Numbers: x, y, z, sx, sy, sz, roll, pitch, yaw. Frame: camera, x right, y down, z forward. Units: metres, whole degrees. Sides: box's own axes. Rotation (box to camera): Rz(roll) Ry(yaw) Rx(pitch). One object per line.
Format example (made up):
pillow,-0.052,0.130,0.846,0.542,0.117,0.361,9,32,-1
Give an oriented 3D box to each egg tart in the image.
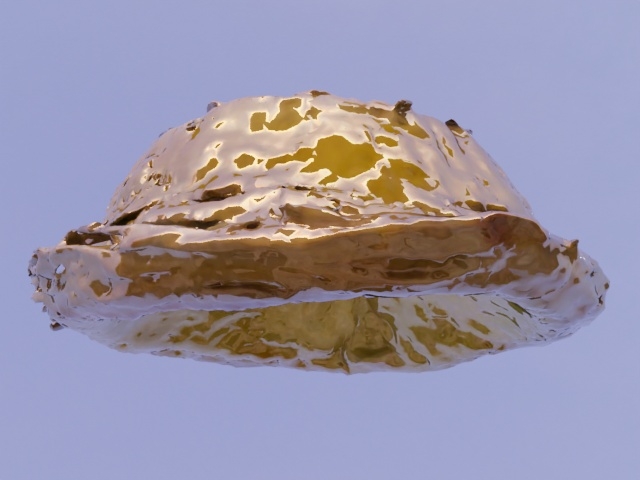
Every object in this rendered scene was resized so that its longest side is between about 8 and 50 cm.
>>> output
egg tart,0.000,0.000,0.665,0.315,0.315,0.120,4,-103,-20
